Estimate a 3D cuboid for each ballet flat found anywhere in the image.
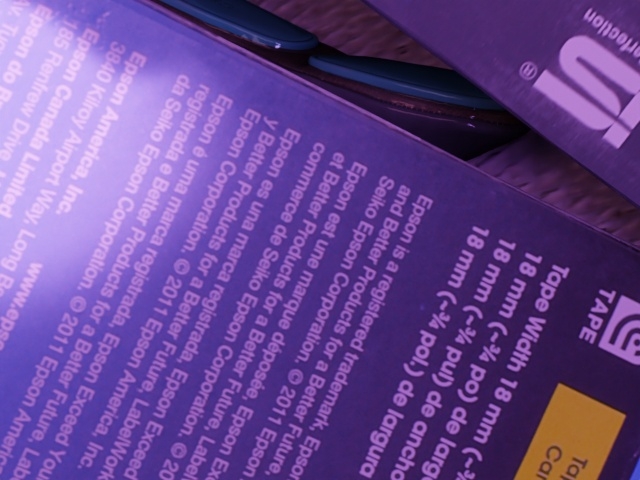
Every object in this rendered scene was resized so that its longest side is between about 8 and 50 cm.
[{"bbox_3d":[-0.004,-0.054,0.698,0.203,0.074,0.074,23,85,33],"label":"ballet flat"}]

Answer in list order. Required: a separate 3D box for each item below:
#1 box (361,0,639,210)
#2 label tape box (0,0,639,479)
[{"bbox_3d":[0.095,-0.211,0.516,0.395,0.097,0.318,38,106,2],"label":"box"},{"bbox_3d":[-0.019,0.079,0.564,0.240,0.334,0.106,-64,11,-4],"label":"label tape box"}]
